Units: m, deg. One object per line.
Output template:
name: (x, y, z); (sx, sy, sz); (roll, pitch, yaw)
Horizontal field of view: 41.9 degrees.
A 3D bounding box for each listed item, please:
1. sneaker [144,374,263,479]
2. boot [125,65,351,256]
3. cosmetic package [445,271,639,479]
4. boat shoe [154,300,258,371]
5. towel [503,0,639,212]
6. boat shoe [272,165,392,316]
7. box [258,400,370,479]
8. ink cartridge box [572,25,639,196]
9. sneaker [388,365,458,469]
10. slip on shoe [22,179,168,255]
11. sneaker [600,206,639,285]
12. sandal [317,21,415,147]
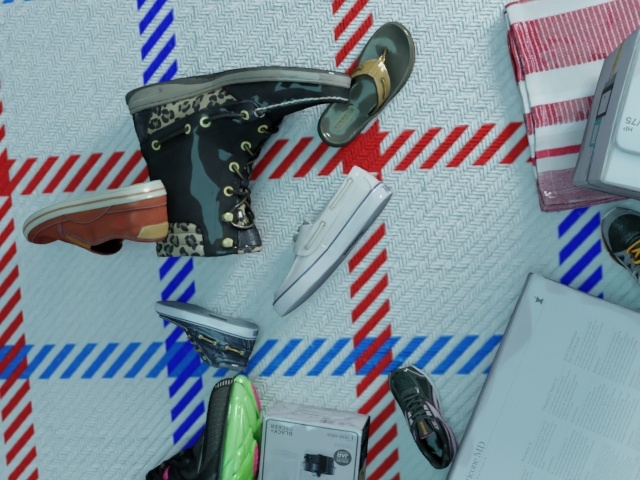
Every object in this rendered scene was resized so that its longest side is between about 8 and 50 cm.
sneaker: (-0.233, 0.440, 1.378); (0.202, 0.185, 0.483); (23, 99, 5)
boot: (-0.124, -0.122, 1.320); (0.377, 0.138, 0.284); (-4, 94, 16)
cosmetic package: (0.380, 0.272, 1.251); (0.284, 0.097, 0.377); (22, 92, 7)
boat shoe: (-0.200, 0.161, 1.401); (0.183, 0.065, 0.083); (16, 97, 9)
towel: (0.418, -0.220, 1.246); (0.237, 0.037, 0.329); (-11, 93, 12)
boat shoe: (0.000, 0.000, 1.329); (0.088, 0.096, 0.267); (40, 101, 10)
box: (-0.017, 0.427, 1.378); (0.169, 0.087, 0.290); (5, 96, 12)
ink cartridge box: (0.464, -0.145, 1.088); (0.198, 0.270, 0.197); (14, 95, 8)
sneaker: (0.167, 0.282, 1.329); (0.072, 0.077, 0.178); (-32, 88, 12)
slip on shoe: (-0.369, -0.022, 1.351); (0.331, 0.123, 0.101); (-9, 97, 37)
sneaker: (0.496, 0.039, 1.231); (0.084, 0.083, 0.215); (-40, 85, 15)
sandal: (0.068, -0.241, 1.306); (0.090, 0.060, 0.219); (42, 102, 5)
